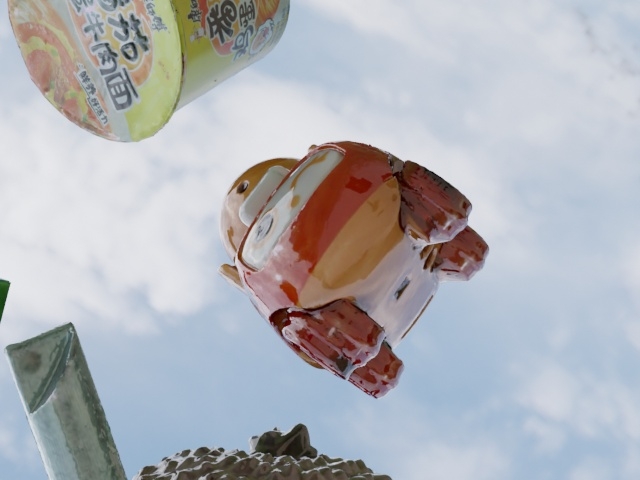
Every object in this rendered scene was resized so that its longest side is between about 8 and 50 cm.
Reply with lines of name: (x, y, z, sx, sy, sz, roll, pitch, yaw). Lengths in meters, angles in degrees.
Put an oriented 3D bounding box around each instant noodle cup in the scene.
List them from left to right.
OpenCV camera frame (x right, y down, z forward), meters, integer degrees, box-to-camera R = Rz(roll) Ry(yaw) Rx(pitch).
instant noodle cup: (-0.169, -0.254, 1.810, 0.264, 0.264, 0.200, 45, -134, 17)

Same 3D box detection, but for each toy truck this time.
toy truck: (0.000, 0.000, 1.508, 0.239, 0.189, 0.265, 34, 174, 19)

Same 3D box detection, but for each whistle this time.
whistle: (-0.175, 0.217, 1.375, 0.062, 0.062, 0.312, -42, -62, -62)

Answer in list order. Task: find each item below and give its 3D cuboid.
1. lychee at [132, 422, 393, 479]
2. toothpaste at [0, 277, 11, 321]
lychee: (-0.061, 0.390, 1.773, 0.380, 0.380, 0.432, 21, -121, -26)
toothpaste: (-0.373, 0.157, 1.703, 0.065, 0.267, 0.050, 19, -174, 43)
